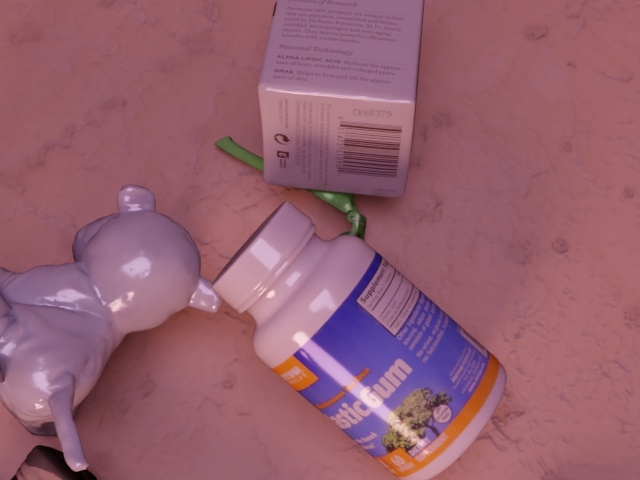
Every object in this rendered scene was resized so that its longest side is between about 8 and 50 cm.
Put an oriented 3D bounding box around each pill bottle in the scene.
[{"bbox_3d":[0.032,0.092,1.069,0.272,0.152,0.152,41,79,-6],"label":"pill bottle"}]

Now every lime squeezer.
[{"bbox_3d":[0.000,0.000,1.177,0.109,0.059,0.310,-25,77,-6],"label":"lime squeezer"}]

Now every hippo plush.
[{"bbox_3d":[-0.245,0.042,1.071,0.236,0.294,0.234,-45,100,-18],"label":"hippo plush"}]

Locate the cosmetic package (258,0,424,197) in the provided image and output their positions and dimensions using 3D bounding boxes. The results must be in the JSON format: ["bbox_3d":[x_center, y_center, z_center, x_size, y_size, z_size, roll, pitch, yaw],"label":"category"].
[{"bbox_3d":[0.024,-0.165,1.146,0.151,0.151,0.184,6,54,3],"label":"cosmetic package"}]

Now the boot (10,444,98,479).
[{"bbox_3d":[-0.228,0.414,1.030,0.284,0.138,0.377,-44,82,-7],"label":"boot"}]
